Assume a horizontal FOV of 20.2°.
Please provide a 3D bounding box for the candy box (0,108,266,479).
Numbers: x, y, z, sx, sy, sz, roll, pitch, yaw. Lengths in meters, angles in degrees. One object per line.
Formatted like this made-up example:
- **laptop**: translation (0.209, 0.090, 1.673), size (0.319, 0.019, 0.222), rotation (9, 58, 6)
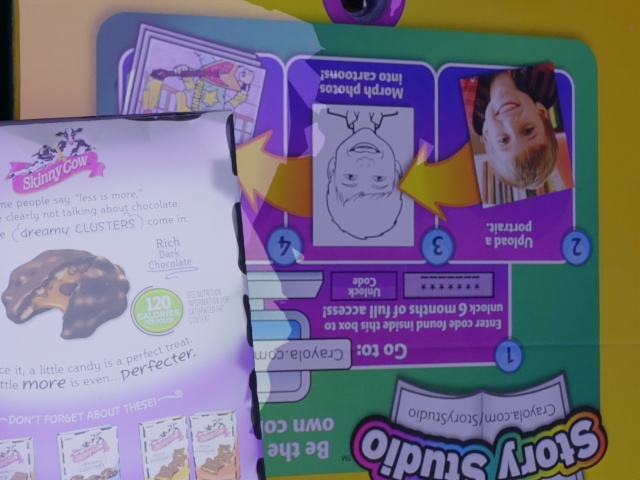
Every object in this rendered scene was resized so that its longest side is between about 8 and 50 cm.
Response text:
- **candy box**: translation (-0.117, 0.045, 0.789), size (0.165, 0.070, 0.196), rotation (-5, 91, -23)

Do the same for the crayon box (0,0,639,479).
- **crayon box**: translation (0.000, 0.000, 0.942), size (0.363, 0.106, 0.313), rotation (1, 89, -25)
